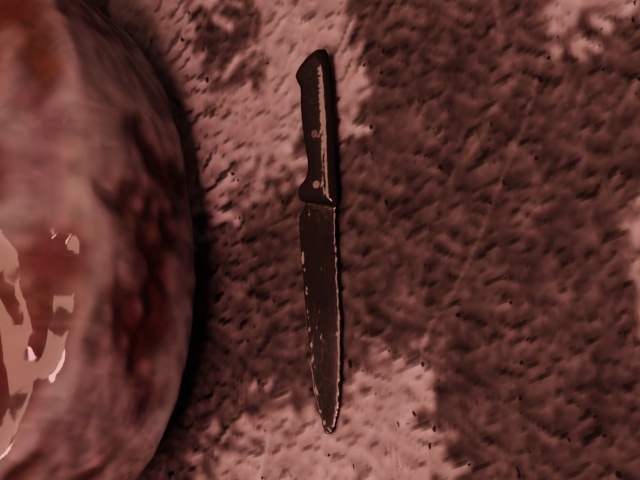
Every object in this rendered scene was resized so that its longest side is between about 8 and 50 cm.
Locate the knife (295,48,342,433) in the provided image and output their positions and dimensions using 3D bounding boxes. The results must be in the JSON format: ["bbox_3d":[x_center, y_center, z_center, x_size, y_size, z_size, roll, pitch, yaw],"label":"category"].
[{"bbox_3d":[0.000,0.000,0.828,0.023,0.010,0.170,-9,80,42],"label":"knife"}]

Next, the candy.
[{"bbox_3d":[-0.164,0.005,0.882,0.214,0.157,0.289,-17,66,26],"label":"candy"}]
